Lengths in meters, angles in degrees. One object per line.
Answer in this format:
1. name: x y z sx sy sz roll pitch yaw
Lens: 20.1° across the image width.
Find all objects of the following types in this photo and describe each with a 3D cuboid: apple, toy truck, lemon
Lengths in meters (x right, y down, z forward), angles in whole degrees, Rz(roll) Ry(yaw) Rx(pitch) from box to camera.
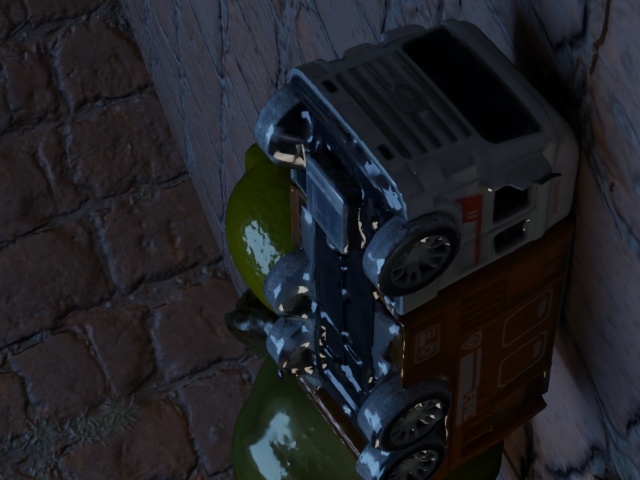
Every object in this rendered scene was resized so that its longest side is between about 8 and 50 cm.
1. apple: 0.044 0.189 1.780 0.279 0.279 0.279 160 90 -82
2. toy truck: 0.082 0.016 1.341 0.173 0.207 0.387 52 158 32
3. lemon: 0.000 0.000 1.918 0.248 0.184 0.184 59 173 -6

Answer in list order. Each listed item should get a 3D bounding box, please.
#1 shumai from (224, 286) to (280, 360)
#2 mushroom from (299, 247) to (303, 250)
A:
1. shumai: 0.033 0.081 2.172 0.272 0.203 0.222 32 165 10
2. mushroom: 0.047 -0.023 1.768 0.154 0.122 0.154 12 110 34
